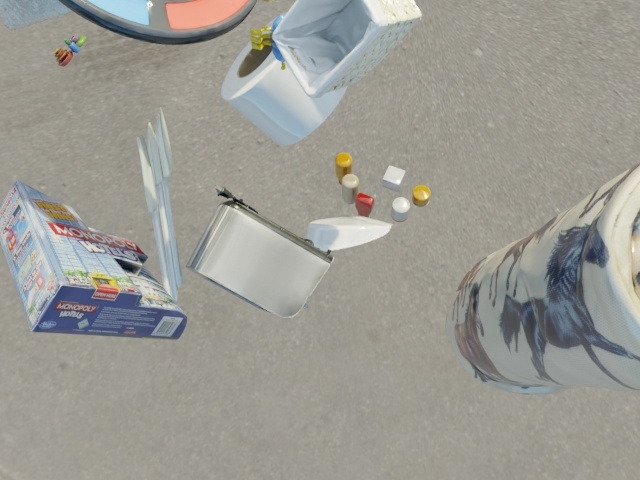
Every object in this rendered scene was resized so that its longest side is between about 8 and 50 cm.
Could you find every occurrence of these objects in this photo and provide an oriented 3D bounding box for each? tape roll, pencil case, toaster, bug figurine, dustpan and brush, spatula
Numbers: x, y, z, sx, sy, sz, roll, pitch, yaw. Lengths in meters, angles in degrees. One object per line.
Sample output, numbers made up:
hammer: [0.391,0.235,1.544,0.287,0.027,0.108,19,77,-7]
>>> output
tape roll: [-0.077,-0.353,1.559,0.246,0.246,0.169,-41,122,19]
pencil case: [0.238,0.047,0.583,0.183,0.410,0.160,-11,79,-6]
toaster: [-0.092,0.024,0.964,0.185,0.168,0.110,30,81,-10]
bug figurine: [-0.144,-0.412,1.202,0.279,0.072,0.216,28,148,16]
dustpan and brush: [0.000,0.000,1.212,0.211,0.147,0.060,-5,100,-23]
spatula: [-0.186,-0.027,0.860,0.019,0.168,0.242,-7,113,-5]

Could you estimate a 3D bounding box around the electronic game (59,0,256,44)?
electronic game: [-0.156,-0.273,0.628,0.229,0.229,0.048,41,145,-8]

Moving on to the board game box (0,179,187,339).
board game box: [-0.256,0.020,0.765,0.194,0.194,0.060,43,104,30]

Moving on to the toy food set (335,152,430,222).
toy food set: [0.130,-0.103,1.627,0.232,0.104,0.111,21,68,11]

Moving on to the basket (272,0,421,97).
basket: [0.035,-0.284,0.943,0.167,0.103,0.113,-37,81,48]

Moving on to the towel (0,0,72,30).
towel: [-0.555,-0.510,1.358,0.282,0.049,0.187,-6,131,28]

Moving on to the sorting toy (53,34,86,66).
sorting toy: [-0.616,-0.473,1.738,0.061,0.102,0.042,2,148,50]
